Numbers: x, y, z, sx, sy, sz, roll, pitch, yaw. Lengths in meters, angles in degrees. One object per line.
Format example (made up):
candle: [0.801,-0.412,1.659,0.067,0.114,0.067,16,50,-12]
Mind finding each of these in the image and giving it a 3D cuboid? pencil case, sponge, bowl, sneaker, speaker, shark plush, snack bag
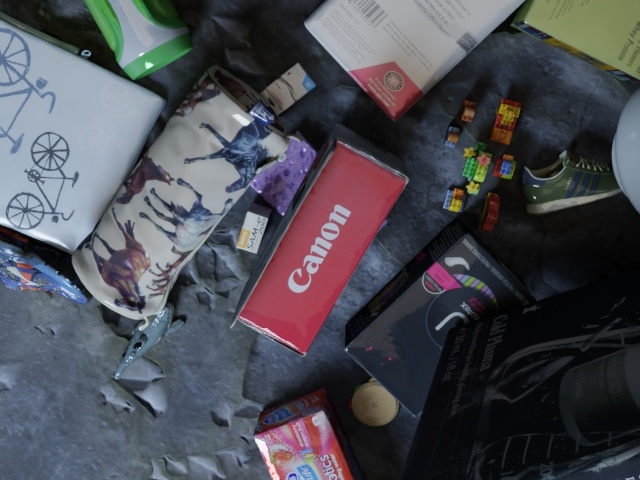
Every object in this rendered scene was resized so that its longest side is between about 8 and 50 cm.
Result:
pencil case: [-0.216,-0.064,1.594,0.183,0.160,0.410,39,98,9]
sponge: [-0.004,-0.066,1.657,0.210,0.031,0.117,44,100,-8]
bowl: [0.543,-0.129,1.547,0.298,0.134,0.297,5,81,-34]
sneaker: [-0.476,0.048,1.679,0.221,0.083,0.087,28,113,2]
sneaker: [0.413,-0.106,1.618,0.192,0.064,0.086,-16,105,8]
speaker: [-0.314,-0.402,1.552,0.131,0.131,0.296,-28,99,7]
shark plush: [-0.301,0.160,1.692,0.161,0.067,0.073,-40,98,8]
snack bag: [-0.455,-0.168,1.637,0.343,0.037,0.323,24,99,-12]

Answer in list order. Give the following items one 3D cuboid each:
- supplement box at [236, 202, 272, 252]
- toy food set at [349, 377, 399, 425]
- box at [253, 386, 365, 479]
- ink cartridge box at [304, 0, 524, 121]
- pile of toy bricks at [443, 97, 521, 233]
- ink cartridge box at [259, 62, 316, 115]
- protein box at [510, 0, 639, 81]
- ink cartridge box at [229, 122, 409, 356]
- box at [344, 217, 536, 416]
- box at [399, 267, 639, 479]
supplement box: [-0.106,-0.021,1.635,0.036,0.098,0.062,18,102,-2]
toy food set: [0.092,0.276,1.727,0.083,0.020,0.083,-30,99,7]
box: [-0.003,0.395,1.700,0.128,0.122,0.256,-22,99,5]
ink cartridge box: [0.147,-0.353,1.552,0.283,0.117,0.207,-42,97,9]
pile of toy bricks: [0.252,-0.121,1.600,0.118,0.105,0.212,13,101,-1]
ink cartridge box: [-0.054,-0.241,1.626,0.083,0.028,0.048,-37,97,9]
protein box: [0.429,-0.373,1.530,0.201,0.136,0.199,26,100,-3]
ink cartridge box: [0.000,0.000,1.516,0.130,0.272,0.309,29,102,-4]
box: [0.187,0.120,1.631,0.165,0.143,0.270,44,100,-7]
box: [0.392,0.268,1.291,0.472,0.480,0.297,-20,106,23]
